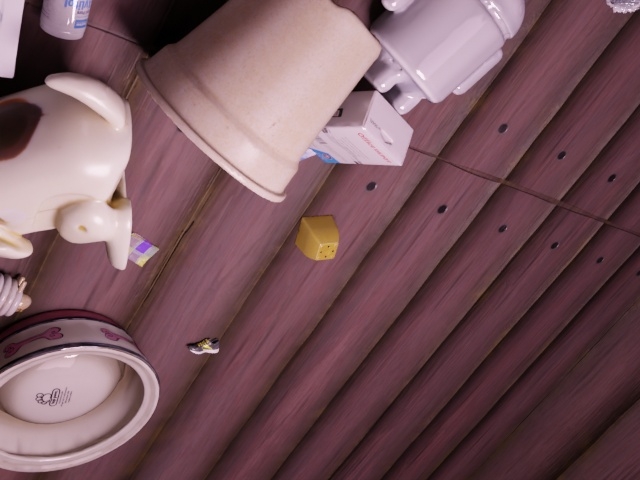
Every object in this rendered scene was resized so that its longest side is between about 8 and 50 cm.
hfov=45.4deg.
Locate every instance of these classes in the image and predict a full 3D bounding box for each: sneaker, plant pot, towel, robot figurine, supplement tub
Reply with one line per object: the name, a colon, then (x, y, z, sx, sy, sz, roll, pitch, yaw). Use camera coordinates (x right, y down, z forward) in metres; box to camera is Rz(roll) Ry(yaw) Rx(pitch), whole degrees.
sneaker: (-0.286, 0.256, 1.878, 0.083, 0.031, 0.035, 3, 114, -38)
plant pot: (0.000, 0.000, 1.763, 0.081, 0.083, 0.081, -5, 131, -26)
towel: (-0.386, 0.020, 1.608, 0.060, 0.009, 0.083, -41, 137, 8)
robot figurine: (0.235, -0.403, 1.437, 0.353, 0.199, 0.300, -41, 136, 10)
plant pot: (-0.077, -0.286, 1.270, 0.305, 0.334, 0.334, -44, 137, 10)
supplement tub: (-0.392, -0.376, 1.189, 0.071, 0.071, 0.107, 2, 128, -32)

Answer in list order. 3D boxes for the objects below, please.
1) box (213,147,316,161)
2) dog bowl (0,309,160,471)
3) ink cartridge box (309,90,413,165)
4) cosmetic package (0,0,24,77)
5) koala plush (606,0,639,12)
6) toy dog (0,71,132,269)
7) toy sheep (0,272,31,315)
box: (-0.110, -0.178, 1.509, 0.178, 0.042, 0.109, -21, 144, 28)
dog bowl: (-0.570, 0.322, 1.680, 0.408, 0.150, 0.408, -16, 136, -16)
ink cartridge box: (0.057, -0.218, 1.498, 0.148, 0.203, 0.086, 36, 68, -46)
cosmetic package: (-0.533, -0.359, 1.045, 0.225, 0.138, 0.224, -1, 143, -31)
koala plush: (0.557, -0.550, 1.474, 0.203, 0.221, 0.196, -15, 136, -18)
toy dog: (-0.505, -0.108, 1.183, 0.408, 0.284, 0.395, -2, 165, -18)
toy sheep: (-0.628, 0.102, 1.490, 0.132, 0.091, 0.091, 27, 113, -29)
